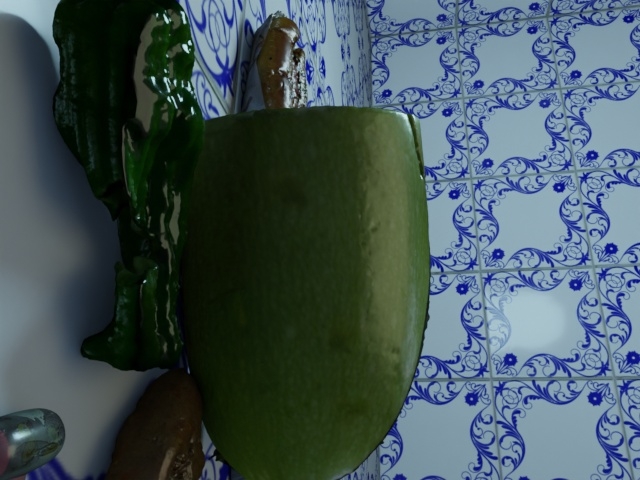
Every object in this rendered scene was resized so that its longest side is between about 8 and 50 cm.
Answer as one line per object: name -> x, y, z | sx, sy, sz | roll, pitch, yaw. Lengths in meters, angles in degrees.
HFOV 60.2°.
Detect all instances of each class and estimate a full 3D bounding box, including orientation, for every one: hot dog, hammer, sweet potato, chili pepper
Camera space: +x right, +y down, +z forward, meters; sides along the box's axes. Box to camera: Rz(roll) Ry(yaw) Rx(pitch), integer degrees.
hot dog -> -0.062, -0.203, 0.774 | 0.144, 0.075, 0.268 | 71, 21, -65
hammer -> -0.158, 0.129, 0.279 | 0.052, 0.031, 0.083 | 25, 73, -75
sweet potato -> -0.117, 0.159, 0.385 | 0.060, 0.068, 0.206 | -50, -169, 29
chili pepper -> -0.124, -0.032, 0.370 | 0.099, 0.083, 0.253 | -41, 132, -76

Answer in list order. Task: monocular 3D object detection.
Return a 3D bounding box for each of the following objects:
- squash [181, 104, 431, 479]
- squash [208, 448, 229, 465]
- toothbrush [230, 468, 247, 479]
squash -> -0.013, 0.048, 0.514 | 0.210, 0.233, 0.309 | -9, 94, -78
squash -> -0.034, 0.153, 0.642 | 0.331, 0.087, 0.087 | -41, 128, -70
toothbrush -> -0.082, 0.121, 0.689 | 0.037, 0.028, 0.375 | 78, 12, -66
